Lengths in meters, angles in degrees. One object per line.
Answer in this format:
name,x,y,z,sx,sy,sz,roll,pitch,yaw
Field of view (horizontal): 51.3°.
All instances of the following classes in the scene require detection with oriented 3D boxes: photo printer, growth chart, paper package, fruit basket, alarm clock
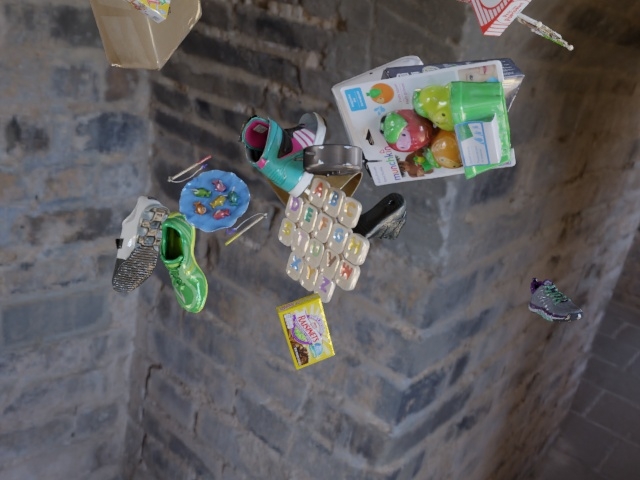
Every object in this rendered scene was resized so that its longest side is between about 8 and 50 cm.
photo printer,0.214,-0.432,2.123,0.307,0.256,0.107,-21,43,1
growth chart,0.618,-0.623,1.930,0.237,0.021,0.172,7,28,-47
paper package,-0.459,-0.669,1.746,0.168,0.325,0.310,12,51,12
fruit basket,0.256,-0.249,1.538,0.352,0.327,0.166,-10,49,15
alarm clock,0.045,-0.173,1.459,0.191,0.064,0.129,-3,0,-16

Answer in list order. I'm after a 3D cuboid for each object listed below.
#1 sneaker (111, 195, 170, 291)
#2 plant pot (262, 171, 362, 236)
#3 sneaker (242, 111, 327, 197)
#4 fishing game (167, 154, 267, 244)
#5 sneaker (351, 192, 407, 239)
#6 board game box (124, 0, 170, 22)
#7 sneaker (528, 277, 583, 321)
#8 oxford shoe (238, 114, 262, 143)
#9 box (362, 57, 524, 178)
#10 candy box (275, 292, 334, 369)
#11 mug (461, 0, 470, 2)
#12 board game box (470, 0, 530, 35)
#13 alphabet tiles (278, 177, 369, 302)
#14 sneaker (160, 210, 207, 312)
sneaker,-0.597,0.008,2.166,0.122,0.331,0.146,16,16,-45
plant pot,-0.045,-0.182,1.962,0.254,0.237,0.237,39,26,9
sneaker,-0.094,-0.245,1.600,0.178,0.124,0.296,31,39,-19
fishing game,-0.277,-0.110,1.723,0.189,0.041,0.264,-34,66,-16
sneaker,0.144,-0.027,1.833,0.227,0.130,0.087,-34,54,-5
board game box,-0.323,-0.460,1.143,0.026,0.104,0.154,-9,-24,41
sneaker,0.636,0.161,1.835,0.083,0.098,0.223,-9,6,-13
oxford shoe,-0.211,-0.383,2.293,0.082,0.096,0.227,13,13,8
box,0.330,-0.336,1.852,0.394,0.318,0.097,-11,53,-19
candy box,-0.033,0.219,1.591,0.105,0.206,0.027,-21,40,-9
mug,0.356,-0.733,1.824,0.169,0.150,0.113,2,-17,-37
board game box,0.354,-0.534,1.332,0.045,0.147,0.194,-5,68,-25
alphabet tiles,0.000,0.000,1.663,0.021,0.278,0.284,-3,30,-46
sneaker,-0.403,0.069,1.888,0.109,0.296,0.123,-6,12,20
